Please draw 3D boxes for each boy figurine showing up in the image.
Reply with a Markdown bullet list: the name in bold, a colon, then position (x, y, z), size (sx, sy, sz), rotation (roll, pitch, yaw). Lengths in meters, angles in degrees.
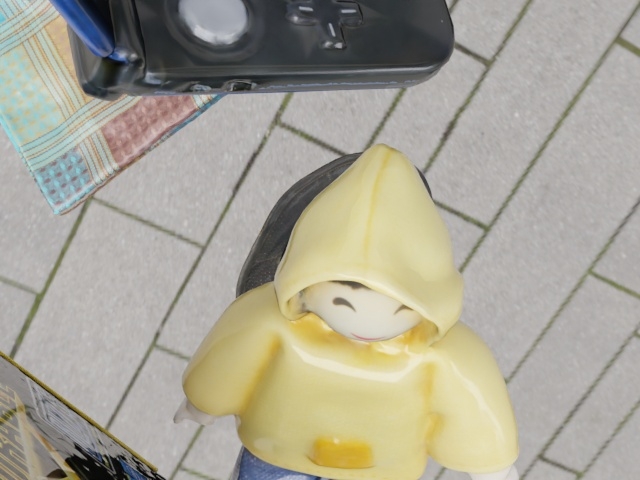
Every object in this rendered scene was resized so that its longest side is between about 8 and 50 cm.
- **boy figurine**: position (0.018, 0.084, 0.475), size (0.177, 0.092, 0.285), rotation (17, 132, 3)

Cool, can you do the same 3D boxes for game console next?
- **game console**: position (-0.055, -0.220, 0.370), size (0.250, 0.173, 0.293), rotation (-7, 73, -26)

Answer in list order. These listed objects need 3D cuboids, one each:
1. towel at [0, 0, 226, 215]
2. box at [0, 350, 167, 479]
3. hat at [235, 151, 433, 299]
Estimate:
- **towel**: position (-0.297, -0.251, 1.136), size (0.271, 0.040, 0.370), rotation (-35, 78, 13)
- **box**: position (-0.149, 0.116, 0.411), size (0.079, 0.322, 0.257), rotation (-48, 111, -8)
- **hat**: position (0.000, 0.000, 1.405), size (0.331, 0.134, 0.331), rotation (-19, 126, -28)
